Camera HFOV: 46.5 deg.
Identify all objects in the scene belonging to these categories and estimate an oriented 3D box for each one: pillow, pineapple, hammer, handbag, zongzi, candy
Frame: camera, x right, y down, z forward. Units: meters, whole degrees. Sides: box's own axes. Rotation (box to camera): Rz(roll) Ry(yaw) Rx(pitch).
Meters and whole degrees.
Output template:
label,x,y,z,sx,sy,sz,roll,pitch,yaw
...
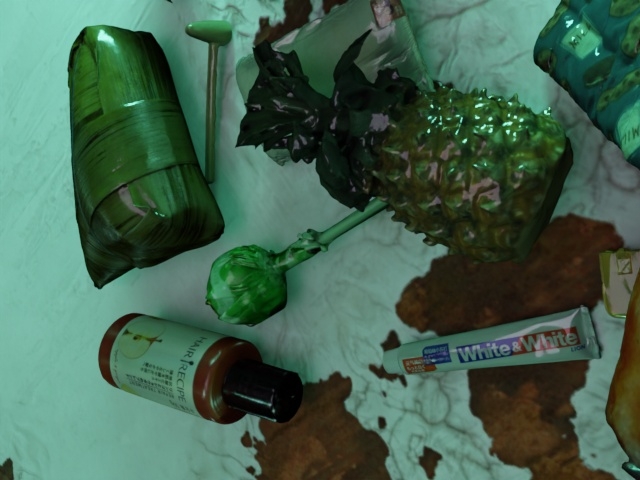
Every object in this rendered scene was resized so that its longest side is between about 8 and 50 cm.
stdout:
label,x,y,z,sx,sy,sz,roll,pitch,yaw
pillow,0.007,-0.167,0.769,0.229,0.051,0.128,-19,100,39
pineapple,0.061,-0.096,0.667,0.310,0.141,0.170,24,132,20
hammer,-0.135,-0.158,0.878,0.028,0.060,0.195,16,113,32
handbag,0.281,0.033,0.625,0.083,0.027,0.061,-8,91,32
zongzi,-0.267,-0.087,0.951,0.300,0.138,0.286,-32,74,50
candy,-0.002,-0.002,0.806,0.323,0.097,0.097,-33,80,28
pillow,0.241,-0.163,0.520,0.255,0.034,0.188,-101,33,-55

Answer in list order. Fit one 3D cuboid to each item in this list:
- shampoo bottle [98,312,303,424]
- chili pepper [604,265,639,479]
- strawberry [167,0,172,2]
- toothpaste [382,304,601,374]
label,x,y,z,sx,sy,sz,roll,pitch,yaw
shampoo bottle,-0.145,0.162,0.916,0.278,0.104,0.104,8,104,34
chili pepper,0.340,0.027,0.460,0.251,0.229,0.305,27,116,45
strawberry,-0.205,-0.356,0.853,0.131,0.131,0.148,-14,61,37
toothpaste,0.159,0.105,0.729,0.218,0.033,0.052,-15,95,33
